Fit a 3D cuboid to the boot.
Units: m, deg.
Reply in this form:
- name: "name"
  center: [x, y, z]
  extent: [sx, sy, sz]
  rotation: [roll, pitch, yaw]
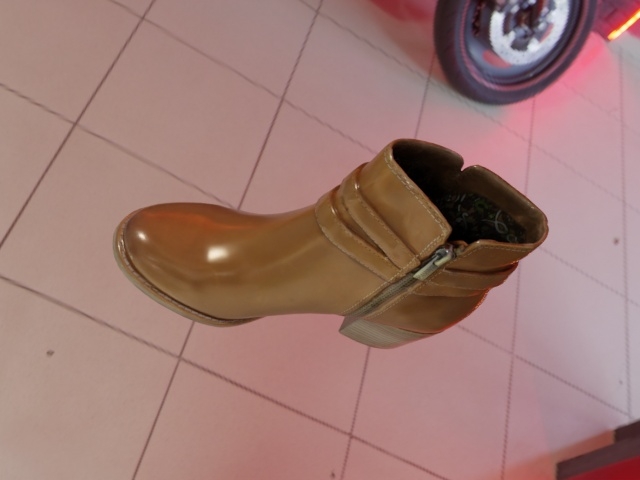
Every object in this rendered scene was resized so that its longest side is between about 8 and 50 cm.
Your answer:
- name: "boot"
  center: [0.000, 0.000, 0.557]
  extent: [0.283, 0.220, 0.109]
  rotation: [22, 60, -12]
